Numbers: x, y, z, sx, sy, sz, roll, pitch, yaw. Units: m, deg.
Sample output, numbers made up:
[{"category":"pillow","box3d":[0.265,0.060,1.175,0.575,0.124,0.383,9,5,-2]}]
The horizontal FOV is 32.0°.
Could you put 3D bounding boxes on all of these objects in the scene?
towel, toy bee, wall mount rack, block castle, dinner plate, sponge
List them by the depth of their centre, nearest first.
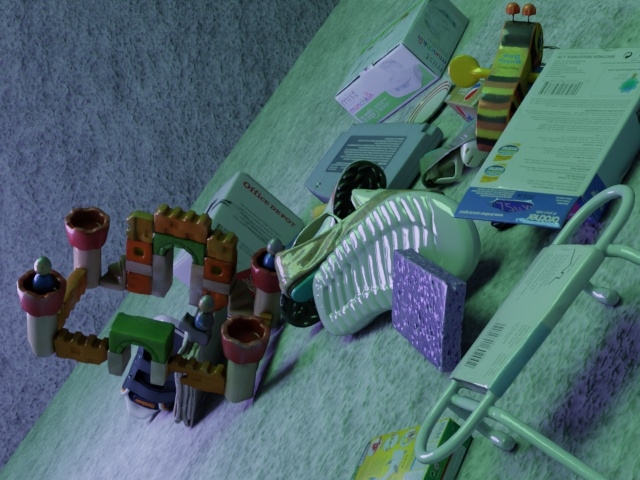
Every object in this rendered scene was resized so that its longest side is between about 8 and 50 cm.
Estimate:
[{"category":"wall mount rack","box3d":[0.254,0.112,1.072,0.350,0.130,0.304,-52,11,-8]},{"category":"sponge","box3d":[0.140,0.088,1.479,0.210,0.031,0.117,-141,50,-71]},{"category":"toy bee","box3d":[0.297,-0.281,1.746,0.195,0.162,0.298,-7,41,9]},{"category":"block castle","box3d":[-0.288,0.091,2.036,0.303,0.453,0.213,-69,-11,-54]},{"category":"towel","box3d":[-0.237,0.217,2.218,0.282,0.049,0.187,-70,-10,-56]},{"category":"dinner plate","box3d":[0.225,-0.274,2.302,0.141,0.017,0.141,-45,15,16]}]

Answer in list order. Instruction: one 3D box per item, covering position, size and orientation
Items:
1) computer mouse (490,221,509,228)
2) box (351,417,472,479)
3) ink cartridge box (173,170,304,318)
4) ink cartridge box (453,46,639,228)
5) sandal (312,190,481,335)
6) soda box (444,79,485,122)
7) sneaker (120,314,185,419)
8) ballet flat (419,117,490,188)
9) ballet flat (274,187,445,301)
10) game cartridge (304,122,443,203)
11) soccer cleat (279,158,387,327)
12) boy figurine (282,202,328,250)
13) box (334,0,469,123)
[{"category":"computer mouse","box3d":[0.331,-0.139,1.571,0.262,0.060,0.184,-55,15,-18]},{"category":"box","box3d":[0.091,0.273,1.300,0.179,0.043,0.105,-26,29,53]},{"category":"ink cartridge box","box3d":[-0.176,0.012,2.418,0.114,0.197,0.273,-36,20,43]},{"category":"ink cartridge box","box3d":[0.323,-0.126,1.456,0.186,0.065,0.311,9,55,48]},{"category":"sandal","box3d":[0.119,0.029,1.681,0.102,0.169,0.416,-11,-10,-33]},{"category":"soda box","box3d":[0.281,-0.244,1.972,0.058,0.061,0.181,-49,14,2]},{"category":"sneaker","box3d":[-0.340,0.279,2.344,0.321,0.126,0.127,114,179,-55]},{"category":"ballet flat","box3d":[0.242,-0.141,1.861,0.213,0.072,0.068,-32,50,52]},{"category":"ballet flat","box3d":[0.054,-0.022,1.855,0.316,0.107,0.106,-32,59,4]},{"category":"game cartridge","box3d":[0.095,-0.144,2.185,0.297,0.062,0.198,10,64,58]},{"category":"soccer cleat","box3d":[0.028,0.008,1.965,0.116,0.109,0.318,-14,-51,-84]},{"category":"boy figurine","box3d":[0.000,0.000,2.121,0.285,0.092,0.177,-40,35,48]},{"category":"box","box3d":[0.184,-0.420,2.564,0.262,0.127,0.231,-33,23,47]}]
